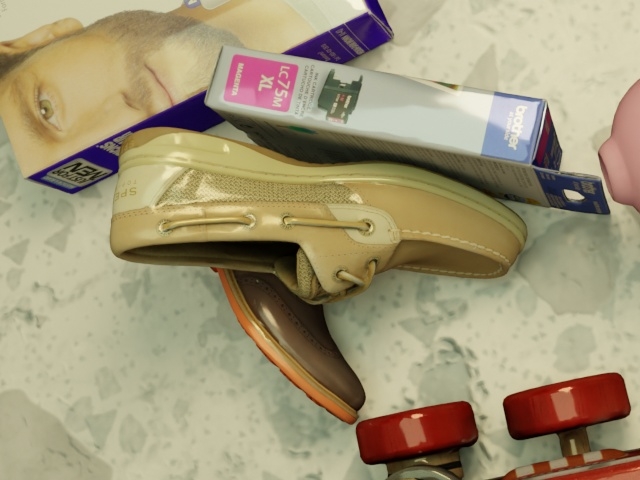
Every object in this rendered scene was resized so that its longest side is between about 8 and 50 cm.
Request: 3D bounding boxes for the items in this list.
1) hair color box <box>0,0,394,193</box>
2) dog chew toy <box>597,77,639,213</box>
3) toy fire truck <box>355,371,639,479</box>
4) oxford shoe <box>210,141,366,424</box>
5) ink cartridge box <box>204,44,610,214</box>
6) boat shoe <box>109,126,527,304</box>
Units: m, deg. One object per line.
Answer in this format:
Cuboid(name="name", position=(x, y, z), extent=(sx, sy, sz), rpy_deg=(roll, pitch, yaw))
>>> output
Cuboid(name="hair color box", position=(-0.130, -0.196, 1.303), extent=(0.339, 0.110, 0.185), rpy_deg=(-25, 79, 12))
Cuboid(name="dog chew toy", position=(0.369, -0.096, 1.074), extent=(0.332, 0.206, 0.206), rpy_deg=(-18, 79, 6))
Cuboid(name="toy fire truck", position=(0.127, 0.200, 1.110), extent=(0.302, 0.254, 0.169), rpy_deg=(-13, 80, 13))
Cuboid(name="oxford shoe", position=(-0.032, 0.033, 1.257), extent=(0.098, 0.097, 0.271), rpy_deg=(-36, 76, 1))
Cuboid(name="ink cartridge box", position=(0.083, -0.086, 1.192), extent=(0.311, 0.186, 0.065), rpy_deg=(14, 85, 15))
Cuboid(name="boat shoe", position=(0.000, 0.000, 1.189), extent=(0.341, 0.121, 0.110), rpy_deg=(10, 68, -10))
